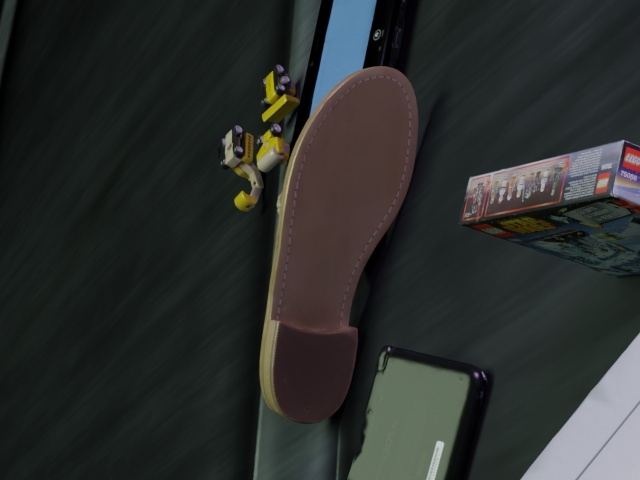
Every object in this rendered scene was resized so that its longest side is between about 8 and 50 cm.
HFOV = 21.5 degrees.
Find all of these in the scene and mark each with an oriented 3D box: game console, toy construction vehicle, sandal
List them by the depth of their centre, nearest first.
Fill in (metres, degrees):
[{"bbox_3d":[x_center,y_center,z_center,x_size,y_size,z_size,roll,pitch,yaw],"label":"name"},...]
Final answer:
[{"bbox_3d":[0.053,0.128,0.981,0.107,0.071,0.122,10,82,39],"label":"game console"},{"bbox_3d":[-0.006,-0.001,1.129,0.079,0.088,0.240,11,88,63],"label":"sandal"},{"bbox_3d":[0.045,-0.214,1.240,0.213,0.044,0.361,-25,51,63],"label":"game console"},{"bbox_3d":[-0.045,-0.082,1.380,0.086,0.035,0.098,-43,36,33],"label":"toy construction vehicle"}]

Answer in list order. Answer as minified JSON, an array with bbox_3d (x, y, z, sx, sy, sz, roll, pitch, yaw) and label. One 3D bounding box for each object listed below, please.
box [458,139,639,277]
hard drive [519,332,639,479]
[{"bbox_3d":[0.137,-0.012,0.770,0.137,0.094,0.027,-11,64,66],"label":"box"},{"bbox_3d":[0.198,0.079,0.509,0.233,0.047,0.353,-50,22,-2],"label":"hard drive"}]
